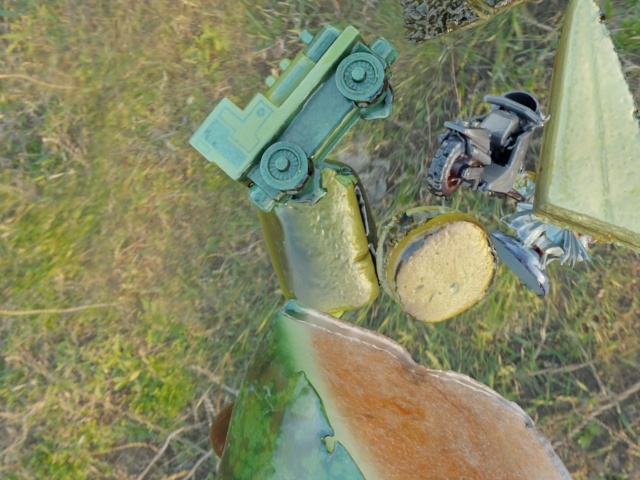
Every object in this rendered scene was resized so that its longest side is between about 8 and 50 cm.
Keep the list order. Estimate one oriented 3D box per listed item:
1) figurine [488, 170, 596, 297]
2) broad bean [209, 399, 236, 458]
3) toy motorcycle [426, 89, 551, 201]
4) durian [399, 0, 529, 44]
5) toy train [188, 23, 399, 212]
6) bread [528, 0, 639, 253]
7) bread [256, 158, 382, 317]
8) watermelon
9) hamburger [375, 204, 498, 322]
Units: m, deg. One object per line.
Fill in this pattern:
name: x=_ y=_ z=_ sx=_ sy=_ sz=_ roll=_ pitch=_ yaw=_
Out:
figurine: x=0.555 y=-0.081 z=1.732 sx=0.388 sy=0.248 sz=0.276 roll=-40 pitch=85 yaw=0
broad bean: x=-0.102 y=0.280 z=1.186 sx=0.165 sy=0.114 sz=0.084 roll=2 pitch=115 yaw=51
toy motorcycle: x=0.187 y=-0.105 z=0.889 sx=0.080 sy=0.215 sz=0.122 roll=27 pitch=110 yaw=29
durian: x=0.129 y=-0.245 z=0.759 sx=0.148 sy=0.188 sz=0.091 roll=-25 pitch=103 yaw=-6
toy train: x=-0.031 y=-0.231 z=1.422 sx=0.237 sy=0.150 sz=0.369 roll=42 pitch=94 yaw=19
bread: x=0.448 y=-0.168 z=1.242 sx=0.242 sy=0.346 sz=0.405 roll=10 pitch=102 yaw=7
bread: x=0.000 y=0.000 z=1.825 sx=0.251 sy=0.208 sz=0.376 roll=-11 pitch=111 yaw=9
watermelon: x=0.090 y=0.235 z=0.506 sx=0.292 sy=0.222 sz=0.319 roll=18 pitch=87 yaw=-29
hamburger: x=0.182 y=0.030 z=1.251 sx=0.191 sy=0.118 sz=0.182 roll=-10 pitch=120 yaw=-13
